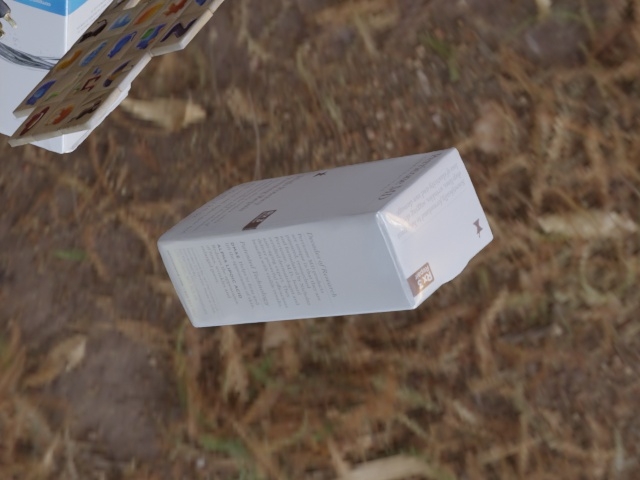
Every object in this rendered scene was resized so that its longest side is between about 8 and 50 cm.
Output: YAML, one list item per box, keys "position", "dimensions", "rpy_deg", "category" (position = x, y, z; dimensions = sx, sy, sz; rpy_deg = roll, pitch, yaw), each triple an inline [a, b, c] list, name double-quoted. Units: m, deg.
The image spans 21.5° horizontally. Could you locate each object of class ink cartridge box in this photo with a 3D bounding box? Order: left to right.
- position: [-0.232, -0.198, 1.541]
  dimensions: [0.082, 0.139, 0.190]
  rpy_deg: [19, 128, 12]
  category: "ink cartridge box"

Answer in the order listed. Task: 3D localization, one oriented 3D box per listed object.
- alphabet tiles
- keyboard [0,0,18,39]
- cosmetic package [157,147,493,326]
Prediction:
- position: [-0.142, -0.161, 1.307]
  dimensions: [0.009, 0.198, 0.237]
  rpy_deg: [50, 58, -25]
  category: "alphabet tiles"
- position: [-0.265, -0.153, 0.833]
  dimensions: [0.202, 0.033, 0.317]
  rpy_deg: [-19, 89, 18]
  category: "keyboard"
- position: [0.000, 0.000, 1.281]
  dimensions: [0.231, 0.117, 0.085]
  rpy_deg: [-10, 110, 41]
  category: "cosmetic package"
